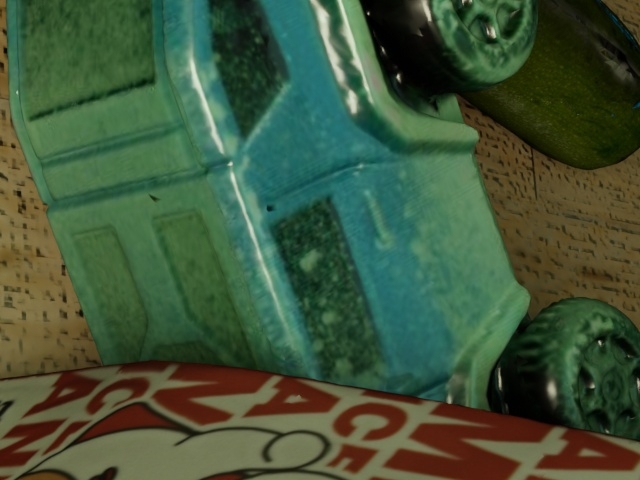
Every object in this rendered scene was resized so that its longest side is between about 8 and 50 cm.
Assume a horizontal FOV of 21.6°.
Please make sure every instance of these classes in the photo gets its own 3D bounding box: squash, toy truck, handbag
[{"bbox_3d":[0.058,-0.112,0.769,0.331,0.087,0.087,22,64,-45],"label":"squash"},{"bbox_3d":[0.000,0.000,0.615,0.156,0.155,0.279,-27,102,-41],"label":"toy truck"},{"bbox_3d":[-0.018,0.121,0.436,0.151,0.298,0.171,58,42,-22],"label":"handbag"}]
